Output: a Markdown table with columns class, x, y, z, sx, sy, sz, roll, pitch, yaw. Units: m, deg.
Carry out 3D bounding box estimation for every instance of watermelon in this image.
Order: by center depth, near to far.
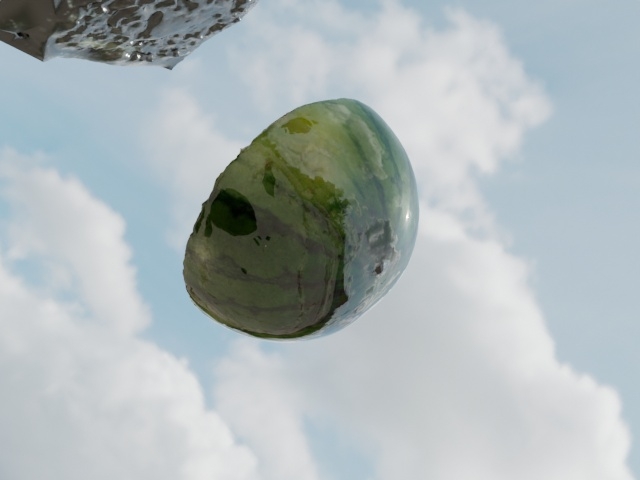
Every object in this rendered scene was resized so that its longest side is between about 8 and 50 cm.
| class | x | y | z | sx | sy | sz | roll | pitch | yaw |
| --- | --- | --- | --- | --- | --- | --- | --- | --- | --- |
| watermelon | 0.000 | 0.000 | 0.485 | 0.062 | 0.105 | 0.105 | 42 | -35 | 31 |

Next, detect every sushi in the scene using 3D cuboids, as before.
| class | x | y | z | sx | sy | sz | roll | pitch | yaw |
| --- | --- | --- | --- | --- | --- | --- | --- | --- | --- |
| sushi | -0.139 | -0.257 | 0.994 | 0.212 | 0.227 | 0.216 | -23 | -121 | 34 |
